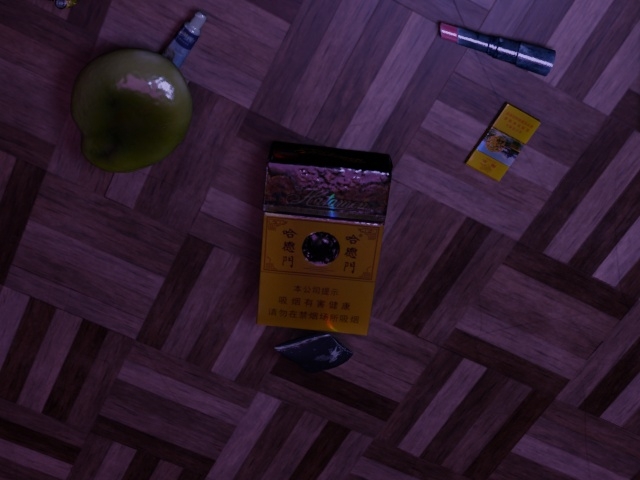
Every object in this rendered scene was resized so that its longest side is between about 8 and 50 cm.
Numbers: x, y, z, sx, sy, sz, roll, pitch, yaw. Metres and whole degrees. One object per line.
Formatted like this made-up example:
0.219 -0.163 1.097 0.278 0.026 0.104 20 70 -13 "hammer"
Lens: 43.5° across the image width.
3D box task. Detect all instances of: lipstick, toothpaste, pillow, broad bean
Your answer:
0.342 -0.383 1.574 0.234 0.053 0.053 17 117 -5 "lipstick"
-0.292 -0.372 1.607 0.062 0.037 0.216 36 120 -15 "toothpaste"
-0.008 0.263 1.886 0.142 0.055 0.208 -17 153 15 "pillow"
-0.386 -0.256 1.613 0.238 0.119 0.291 33 122 -14 "broad bean"

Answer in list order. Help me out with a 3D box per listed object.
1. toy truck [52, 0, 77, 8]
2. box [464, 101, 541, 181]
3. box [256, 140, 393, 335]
-0.508 -0.483 1.545 0.083 0.049 0.054 22 115 -9 "toy truck"
0.381 -0.206 1.683 0.087 0.023 0.155 25 117 -14 "box"
0.000 -0.001 1.753 0.265 0.115 0.415 7 119 -1 "box"
